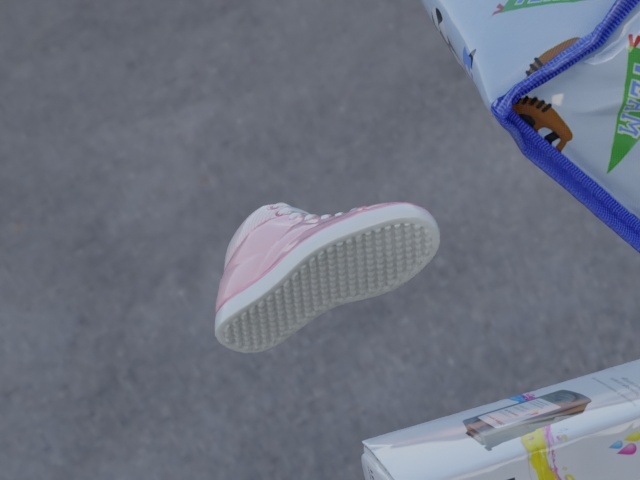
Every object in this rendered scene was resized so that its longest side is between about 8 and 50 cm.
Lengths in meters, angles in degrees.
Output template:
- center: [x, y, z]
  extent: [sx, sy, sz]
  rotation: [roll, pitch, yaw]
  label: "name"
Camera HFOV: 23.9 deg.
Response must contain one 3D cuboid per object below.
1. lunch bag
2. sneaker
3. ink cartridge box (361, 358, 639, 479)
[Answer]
- center: [0.267, -0.113, 1.018]
  extent: [0.239, 0.385, 0.328]
  rotation: [-41, 30, 17]
  label: "lunch bag"
- center: [0.000, 0.000, 0.763]
  extent: [0.134, 0.051, 0.070]
  rotation: [-30, 40, 30]
  label: "sneaker"
- center: [0.214, 0.253, 1.331]
  extent: [0.306, 0.226, 0.131]
  rotation: [-16, 14, -12]
  label: "ink cartridge box"
